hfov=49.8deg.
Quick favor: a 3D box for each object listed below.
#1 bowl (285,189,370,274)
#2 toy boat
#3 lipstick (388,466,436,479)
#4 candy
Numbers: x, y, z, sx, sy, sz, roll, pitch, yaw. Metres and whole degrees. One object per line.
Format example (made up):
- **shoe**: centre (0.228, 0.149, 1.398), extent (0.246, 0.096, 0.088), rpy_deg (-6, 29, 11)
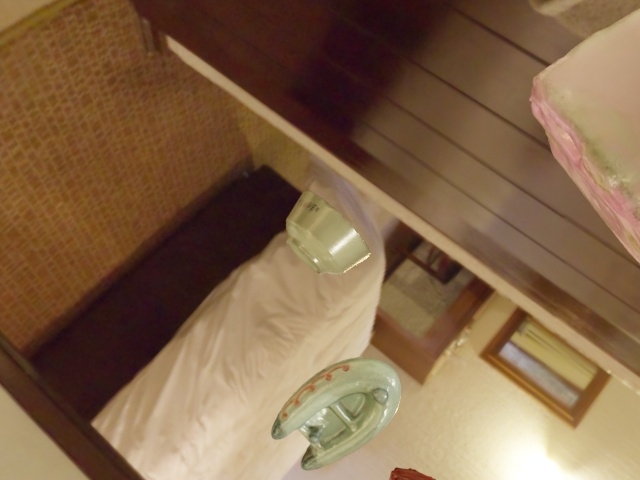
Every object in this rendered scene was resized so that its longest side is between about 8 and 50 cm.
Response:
- **bowl**: centre (0.000, 0.000, 1.543), extent (0.112, 0.211, 0.211), rpy_deg (-47, 162, -9)
- **toy boat**: centre (0.031, 0.260, 1.029), extent (0.208, 0.134, 0.079), rpy_deg (-36, -165, 3)
- **lipstick**: centre (0.090, 0.443, 0.919), extent (0.073, 0.073, 0.279), rpy_deg (-7, 114, -66)
- **candy**: centre (0.305, -0.058, 0.565), extent (0.155, 0.265, 0.116), rpy_deg (-29, 146, 9)
